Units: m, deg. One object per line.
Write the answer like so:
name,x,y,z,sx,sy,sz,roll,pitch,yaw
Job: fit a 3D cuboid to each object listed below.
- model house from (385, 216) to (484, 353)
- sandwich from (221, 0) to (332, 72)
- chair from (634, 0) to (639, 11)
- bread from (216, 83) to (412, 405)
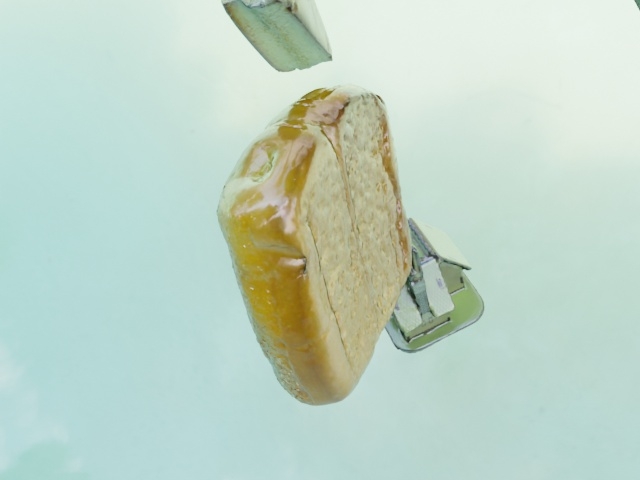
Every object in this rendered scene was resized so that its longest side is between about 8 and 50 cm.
model house,0.174,0.041,1.133,0.205,0.278,0.218,-28,47,-1
sandwich,-0.056,-0.294,0.767,0.094,0.258,0.096,-18,84,11
chair,0.717,-0.543,1.197,0.270,0.136,0.147,46,59,-22
bread,-0.007,0.000,0.737,0.148,0.337,0.328,1,36,27
